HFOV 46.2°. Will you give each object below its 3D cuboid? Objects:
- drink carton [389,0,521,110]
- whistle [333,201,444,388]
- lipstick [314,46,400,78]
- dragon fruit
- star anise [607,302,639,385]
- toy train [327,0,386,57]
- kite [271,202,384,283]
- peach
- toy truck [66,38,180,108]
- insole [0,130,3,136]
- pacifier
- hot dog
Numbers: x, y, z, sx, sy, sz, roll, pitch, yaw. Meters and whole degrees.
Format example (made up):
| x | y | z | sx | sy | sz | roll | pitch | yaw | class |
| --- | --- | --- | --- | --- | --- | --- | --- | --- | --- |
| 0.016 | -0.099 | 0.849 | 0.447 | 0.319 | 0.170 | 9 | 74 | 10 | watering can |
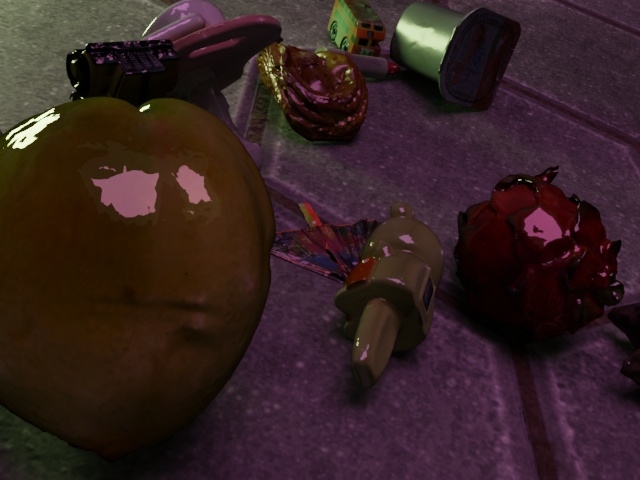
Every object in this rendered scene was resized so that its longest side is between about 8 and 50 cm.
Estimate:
| x | y | z | sx | sy | sz | roll | pitch | yaw | class |
| --- | --- | --- | --- | --- | --- | --- | --- | --- | --- |
| 0.255 | -0.391 | 1.498 | 0.191 | 0.185 | 0.189 | 1 | 30 | -42 | drink carton |
| 0.084 | 0.065 | 0.908 | 0.106 | 0.131 | 0.288 | -4 | 32 | 25 | whistle |
| 0.081 | -0.345 | 1.494 | 0.186 | 0.057 | 0.063 | 0 | 11 | -29 | lipstick |
| 0.269 | 0.015 | 0.981 | 0.193 | 0.192 | 0.274 | -22 | 39 | -30 | dragon fruit |
| 0.526 | 0.159 | 0.948 | 0.332 | 0.117 | 0.331 | 9 | 32 | -6 | star anise |
| 0.072 | -0.445 | 1.579 | 0.072 | 0.099 | 0.188 | 0 | 40 | -20 | toy train |
| 0.000 | 0.000 | 1.045 | 0.241 | 0.014 | 0.183 | -5 | 40 | -24 | kite |
| -0.191 | 0.021 | 0.698 | 0.282 | 0.315 | 0.314 | 7 | 3 | -18 | peach |
| -0.236 | -0.116 | 0.904 | 0.127 | 0.257 | 0.127 | -14 | 49 | -35 | toy truck |
| -0.431 | -0.071 | 0.981 | 0.111 | 0.007 | 0.328 | -10 | 43 | -32 | insole |
| -0.177 | -0.215 | 1.071 | 0.273 | 0.332 | 0.220 | 33 | 65 | -19 | pacifier |
| -0.020 | -0.284 | 1.322 | 0.175 | 0.114 | 0.259 | -3 | 41 | -25 | hot dog |
